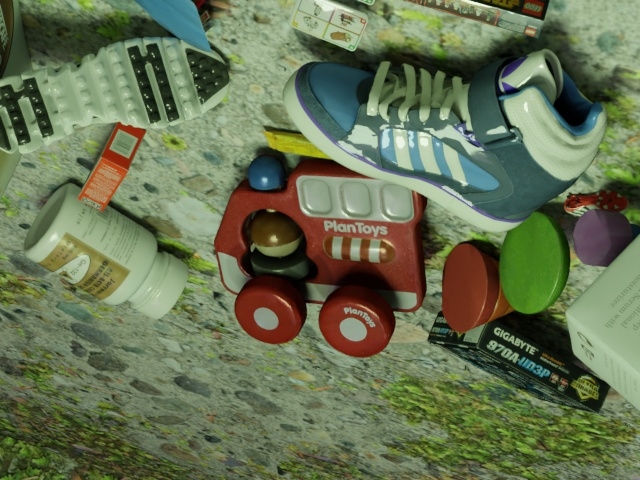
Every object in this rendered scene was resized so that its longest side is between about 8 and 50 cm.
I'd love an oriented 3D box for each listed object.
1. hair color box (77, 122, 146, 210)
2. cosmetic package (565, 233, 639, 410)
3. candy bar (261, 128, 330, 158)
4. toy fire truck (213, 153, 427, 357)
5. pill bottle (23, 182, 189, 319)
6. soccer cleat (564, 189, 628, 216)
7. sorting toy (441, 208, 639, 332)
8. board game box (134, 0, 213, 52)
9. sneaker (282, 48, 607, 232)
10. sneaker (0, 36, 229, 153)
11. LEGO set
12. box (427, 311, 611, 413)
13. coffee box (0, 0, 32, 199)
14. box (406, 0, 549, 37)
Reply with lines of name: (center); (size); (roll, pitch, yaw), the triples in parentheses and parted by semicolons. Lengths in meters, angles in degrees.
hair color box: (-0.289, -0.103, 1.606); (0.043, 0.072, 0.141); (27, 150, -14)
cosmetic package: (0.502, 0.162, 1.210); (0.453, 0.230, 0.161); (43, 174, 27)
candy bar: (0.004, -0.118, 1.465); (0.161, 0.018, 0.040); (9, 152, 17)
toy fire truck: (0.000, 0.000, 1.554); (0.302, 0.169, 0.254); (6, 124, 20)
pill bottle: (-0.322, 0.024, 1.776); (0.229, 0.131, 0.131); (34, 147, -24)
soccer cleat: (0.333, -0.041, 1.395); (0.083, 0.029, 0.035); (-2, 153, 38)
sorting toy: (0.297, 0.038, 1.481); (0.126, 0.127, 0.365); (6, 163, -26)
board game box: (-0.168, -0.276, 1.271); (0.133, 0.033, 0.168); (37, 169, 13)
sneaker: (0.144, -0.154, 1.237); (0.323, 0.130, 0.236); (29, 140, -7)
sneaker: (-0.254, -0.182, 1.395); (0.292, 0.118, 0.110); (-10, 103, -1)
LEGO set: (-0.048, -0.310, 1.171); (0.244, 0.060, 0.182); (20, 138, -4)
box: (0.287, 0.177, 1.701); (0.220, 0.051, 0.175); (28, 171, -15)
coffee box: (-0.565, -0.171, 1.386); (0.338, 0.334, 0.337); (15, 149, 3)
box: (0.149, -0.248, 1.086); (0.137, 0.094, 0.027); (16, 151, 4)
